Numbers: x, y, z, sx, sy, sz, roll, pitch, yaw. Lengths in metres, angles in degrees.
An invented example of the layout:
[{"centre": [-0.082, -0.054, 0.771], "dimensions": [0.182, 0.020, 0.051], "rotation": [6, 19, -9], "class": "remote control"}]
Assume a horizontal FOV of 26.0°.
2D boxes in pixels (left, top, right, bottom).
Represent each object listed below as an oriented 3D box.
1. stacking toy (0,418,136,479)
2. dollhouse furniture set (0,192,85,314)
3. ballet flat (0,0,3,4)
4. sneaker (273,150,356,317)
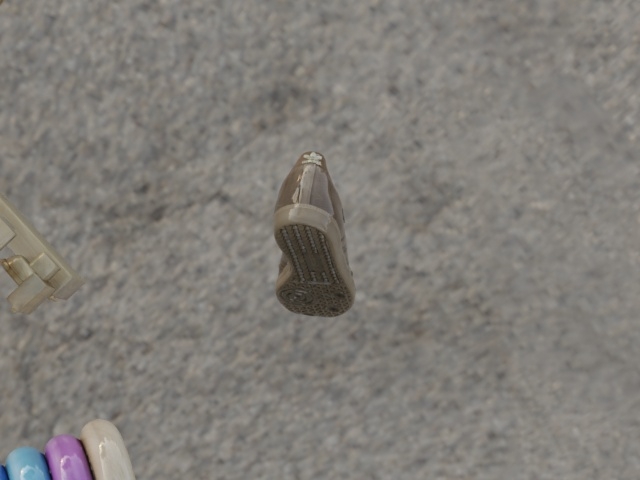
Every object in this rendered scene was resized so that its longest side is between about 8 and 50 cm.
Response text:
[{"centre": [-0.328, 0.262, 1.225], "dimensions": [0.330, 0.141, 0.141], "rotation": [-12, 73, -17], "class": "stacking toy"}, {"centre": [-0.313, 0.021, 1.208], "dimensions": [0.123, 0.151, 0.144], "rotation": [-43, 82, -2], "class": "dollhouse furniture set"}, {"centre": [-0.502, -0.255, 1.571], "dimensions": [0.342, 0.124, 0.116], "rotation": [-33, 70, -15], "class": "ballet flat"}, {"centre": [0.000, 0.000, 1.102], "dimensions": [0.066, 0.188, 0.071], "rotation": [9, 64, 5], "class": "sneaker"}]
